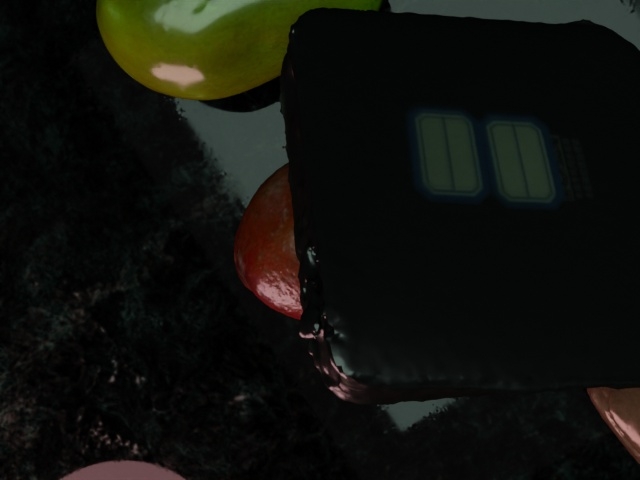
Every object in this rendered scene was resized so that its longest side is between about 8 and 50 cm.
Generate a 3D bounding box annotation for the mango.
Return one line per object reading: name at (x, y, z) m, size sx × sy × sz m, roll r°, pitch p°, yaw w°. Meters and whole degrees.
mango at (-0.084, -0.244, 0.717) m, size 0.273 × 0.149 × 0.185 m, roll -21°, pitch 84°, yaw 4°

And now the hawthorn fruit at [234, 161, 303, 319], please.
hawthorn fruit at (0.000, 0.000, 0.714) m, size 0.172 × 0.173 × 0.173 m, roll 1°, pitch 95°, yaw 8°

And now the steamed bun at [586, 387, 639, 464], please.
steamed bun at (0.415, 0.158, 0.654) m, size 0.301 × 0.199 × 0.252 m, roll 34°, pitch 99°, yaw 4°

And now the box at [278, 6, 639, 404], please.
box at (0.145, -0.041, 0.616) m, size 0.350 × 0.091 × 0.359 m, roll 0°, pitch 64°, yaw -12°
